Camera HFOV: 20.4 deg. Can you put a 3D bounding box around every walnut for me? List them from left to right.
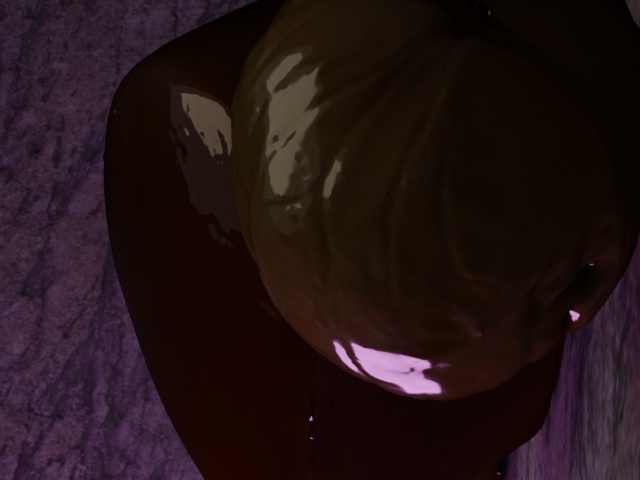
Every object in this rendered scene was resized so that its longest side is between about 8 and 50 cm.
[{"bbox_3d":[0.057,-0.034,0.790,0.222,0.195,0.195,83,-172,-51],"label":"walnut"}]

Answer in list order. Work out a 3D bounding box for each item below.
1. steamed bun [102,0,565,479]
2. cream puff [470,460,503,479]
[{"bbox_3d":[0.000,0.000,1.088,0.248,0.235,0.379,47,153,35],"label":"steamed bun"},{"bbox_3d":[0.039,0.141,1.482,0.327,0.231,0.343,52,-146,-80],"label":"cream puff"}]
